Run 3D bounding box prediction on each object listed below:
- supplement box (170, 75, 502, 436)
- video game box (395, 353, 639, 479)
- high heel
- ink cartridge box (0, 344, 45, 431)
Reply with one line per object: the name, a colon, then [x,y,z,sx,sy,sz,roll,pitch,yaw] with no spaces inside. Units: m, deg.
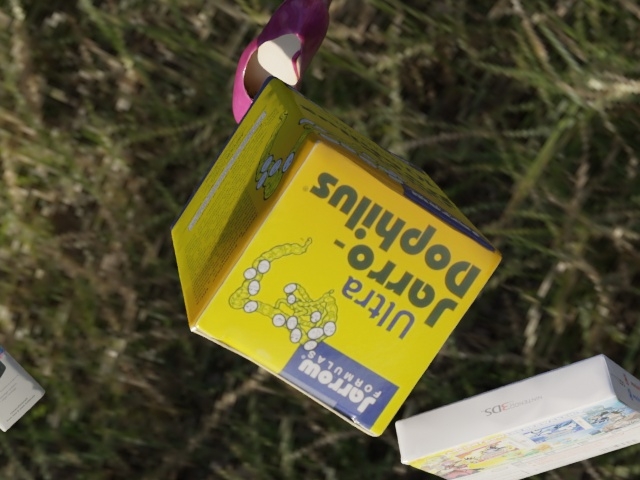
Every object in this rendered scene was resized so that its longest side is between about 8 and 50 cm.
supplement box: [0.000,0.000,1.564,0.195,0.194,0.356,-56,15,8]
video game box: [0.197,0.172,1.559,0.205,0.187,0.048,-20,68,20]
high heel: [-0.054,-0.190,1.936,0.244,0.082,0.117,-49,10,42]
ink cartridge box: [-0.437,0.136,2.083,0.072,0.175,0.127,-45,33,-10]
